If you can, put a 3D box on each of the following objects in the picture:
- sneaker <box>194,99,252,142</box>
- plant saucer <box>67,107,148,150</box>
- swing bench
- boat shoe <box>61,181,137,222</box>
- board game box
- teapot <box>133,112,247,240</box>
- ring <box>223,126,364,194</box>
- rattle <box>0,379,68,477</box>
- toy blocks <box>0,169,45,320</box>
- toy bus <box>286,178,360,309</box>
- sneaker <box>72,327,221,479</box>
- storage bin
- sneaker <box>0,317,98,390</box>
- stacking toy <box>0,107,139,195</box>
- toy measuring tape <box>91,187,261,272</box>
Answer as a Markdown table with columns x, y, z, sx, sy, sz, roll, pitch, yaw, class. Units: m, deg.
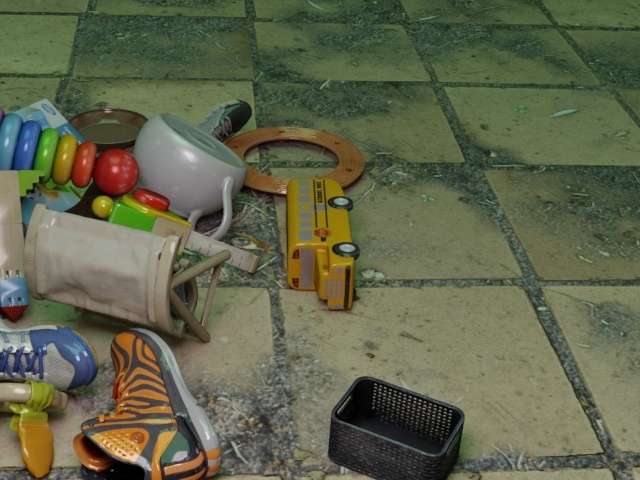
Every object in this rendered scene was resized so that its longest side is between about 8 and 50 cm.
| x | y | z | sx | sy | sz | roll | pitch | yaw | class |
| --- | --- | --- | --- | --- | --- | --- | --- | --- | --- |
| -0.238 | -0.224 | 2.324 | 0.228 | 0.086 | 0.132 | -32 | 37 | -7 | sneaker |
| -0.499 | -0.257 | 2.435 | 0.198 | 0.036 | 0.199 | 2 | 31 | -1 | plant saucer |
| -0.320 | 0.057 | 1.698 | 0.253 | 0.165 | 0.254 | 13 | -3 | 17 | swing bench |
| -0.439 | -0.021 | 1.978 | 0.109 | 0.098 | 0.302 | 7 | 42 | 24 | boat shoe |
| -0.587 | -0.117 | 2.030 | 0.254 | 0.079 | 0.336 | 46 | 41 | 4 | board game box |
| -0.283 | -0.125 | 2.107 | 0.252 | 0.187 | 0.256 | 31 | 11 | -9 | teapot |
| -0.067 | -0.178 | 2.357 | 0.336 | 0.032 | 0.337 | 4 | 30 | -2 | ring |
| -0.483 | 0.279 | 1.545 | 0.199 | 0.143 | 0.130 | -6 | -4 | 13 | rattle |
| -0.660 | 0.019 | 1.762 | 0.381 | 0.261 | 0.190 | -3 | -9 | -27 | toy blocks |
| 0.000 | 0.000 | 1.988 | 0.130 | 0.108 | 0.333 | 1 | 31 | -3 | toy bus |
| -0.289 | 0.248 | 1.526 | 0.180 | 0.125 | 0.321 | -13 | 35 | -28 | sneaker |
| 0.112 | 0.290 | 1.540 | 0.180 | 0.084 | 0.122 | 16 | 33 | 21 | storage bin |
| -0.489 | 0.188 | 1.604 | 0.296 | 0.112 | 0.131 | 6 | 14 | 24 | sneaker |
| -0.500 | -0.160 | 1.915 | 0.330 | 0.141 | 0.141 | 12 | 29 | -12 | stacking toy |
| -0.275 | -0.018 | 1.949 | 0.330 | 0.121 | 0.121 | 20 | 25 | -22 | toy measuring tape |
